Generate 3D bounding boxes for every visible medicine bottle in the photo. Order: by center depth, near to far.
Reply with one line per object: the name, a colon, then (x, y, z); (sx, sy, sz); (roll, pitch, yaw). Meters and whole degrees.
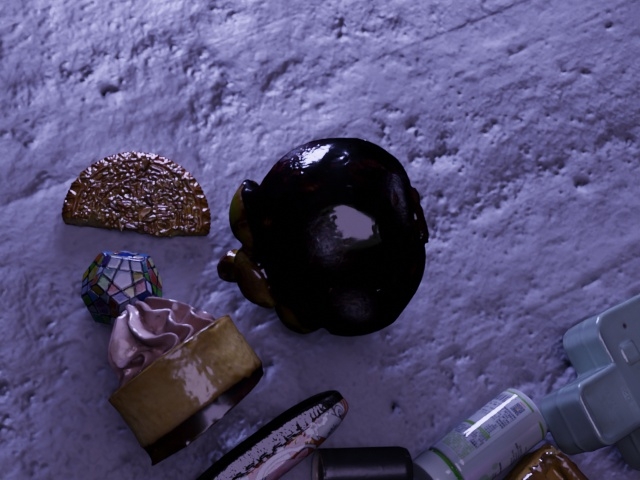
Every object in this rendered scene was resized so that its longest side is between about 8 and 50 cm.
medicine bottle: (0.216, 0.286, 1.434); (0.183, 0.086, 0.086); (-32, 82, -19)

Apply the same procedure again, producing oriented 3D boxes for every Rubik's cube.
Rubik's cube: (-0.264, 0.063, 1.394); (0.111, 0.093, 0.111); (4, 73, -13)

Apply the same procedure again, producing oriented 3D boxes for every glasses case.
glasses case: (-0.075, 0.283, 1.361); (0.267, 0.103, 0.067); (-34, 84, -19)

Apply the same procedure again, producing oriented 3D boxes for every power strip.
power strip: (0.425, 0.220, 1.498); (0.261, 0.141, 0.229); (-20, 79, -32)

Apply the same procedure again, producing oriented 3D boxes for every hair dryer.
hair dryer: (0.068, 0.394, 1.365); (0.128, 0.070, 0.255); (-1, 67, -14)

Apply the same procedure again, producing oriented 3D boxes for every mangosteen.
mangosteen: (0.004, -0.003, 1.404); (0.287, 0.287, 0.233); (29, 59, -2)

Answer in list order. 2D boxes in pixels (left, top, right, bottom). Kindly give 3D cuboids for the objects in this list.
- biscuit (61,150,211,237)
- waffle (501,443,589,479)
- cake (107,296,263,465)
biscuit: (-0.254, -0.067, 1.473); (0.206, 0.025, 0.126); (5, 71, -11)
waffle: (0.340, 0.462, 1.403); (0.224, 0.098, 0.327); (-41, 87, -19)
cake: (-0.189, 0.152, 1.319); (0.185, 0.207, 0.178); (-37, 97, 11)
